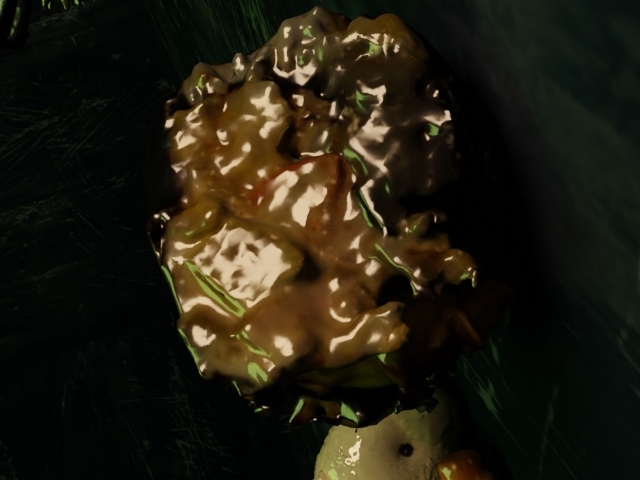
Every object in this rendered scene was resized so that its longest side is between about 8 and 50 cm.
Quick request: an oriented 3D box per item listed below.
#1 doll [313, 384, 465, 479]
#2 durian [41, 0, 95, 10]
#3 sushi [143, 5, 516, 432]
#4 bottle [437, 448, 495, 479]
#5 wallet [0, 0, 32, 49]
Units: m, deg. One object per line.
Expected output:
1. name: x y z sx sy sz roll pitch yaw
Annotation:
1. doll: 0.059 0.145 0.823 0.149 0.175 0.278 -59 28 28
2. durian: -0.192 -0.331 0.815 0.293 0.258 0.258 49 158 53
3. sushi: 0.000 0.007 0.506 0.204 0.213 0.200 49 -144 -63
4. bottle: 0.135 0.255 0.685 0.069 0.069 0.187 131 119 -80
5. wallet: -0.231 -0.334 0.637 0.190 0.046 0.379 57 138 24
